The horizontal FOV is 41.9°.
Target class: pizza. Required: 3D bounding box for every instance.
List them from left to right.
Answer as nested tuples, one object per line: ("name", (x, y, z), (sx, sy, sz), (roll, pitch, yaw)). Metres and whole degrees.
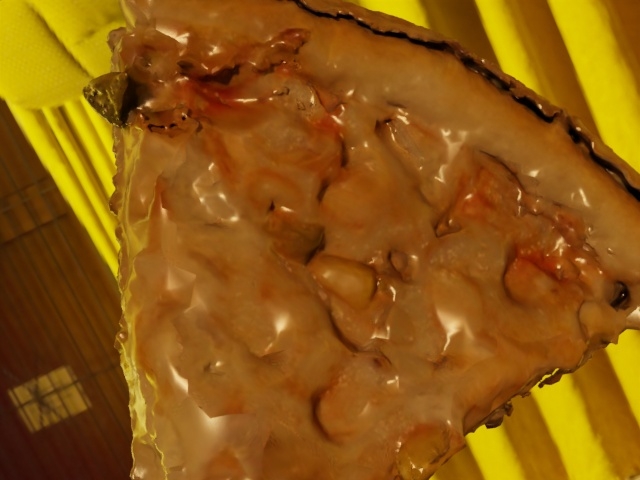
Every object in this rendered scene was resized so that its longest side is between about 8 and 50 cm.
("pizza", (0.013, -0.027, 0.551), (0.435, 0.392, 0.080), (-31, 173, -23))
